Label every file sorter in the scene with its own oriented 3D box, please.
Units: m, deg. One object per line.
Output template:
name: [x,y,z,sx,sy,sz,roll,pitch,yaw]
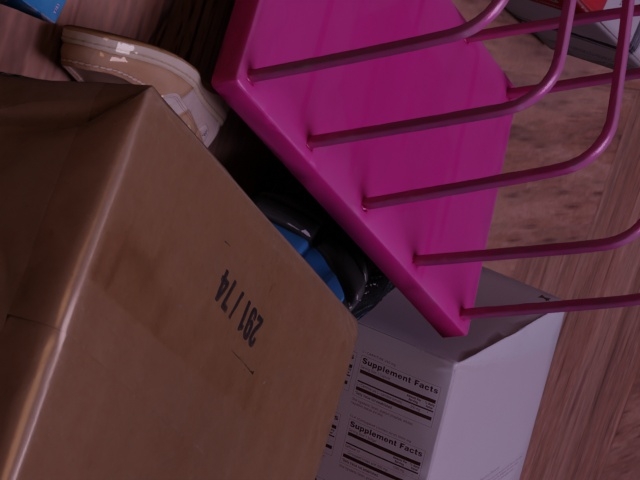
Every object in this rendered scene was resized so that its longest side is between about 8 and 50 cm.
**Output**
file sorter: [0.106,-0.105,1.212,0.290,0.182,0.202,47,47,-43]

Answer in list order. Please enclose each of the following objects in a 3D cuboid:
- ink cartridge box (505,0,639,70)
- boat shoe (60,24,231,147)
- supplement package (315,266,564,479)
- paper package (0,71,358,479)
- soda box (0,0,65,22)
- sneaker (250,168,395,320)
ink cartridge box: [0.226,-0.257,1.552,0.273,0.114,0.197,24,88,-64]
boat shoe: [-0.100,-0.075,1.122,0.170,0.063,0.059,30,78,-65]
supplement package: [0.062,0.132,1.505,0.194,0.149,0.203,-21,129,-57]
paper package: [-0.137,0.103,1.016,0.325,0.168,0.309,47,57,-59]
soda box: [-0.125,-0.218,0.955,0.210,0.067,0.071,-66,155,-5]
sneaker: [0.000,0.000,1.360,0.139,0.125,0.341,-51,171,37]
